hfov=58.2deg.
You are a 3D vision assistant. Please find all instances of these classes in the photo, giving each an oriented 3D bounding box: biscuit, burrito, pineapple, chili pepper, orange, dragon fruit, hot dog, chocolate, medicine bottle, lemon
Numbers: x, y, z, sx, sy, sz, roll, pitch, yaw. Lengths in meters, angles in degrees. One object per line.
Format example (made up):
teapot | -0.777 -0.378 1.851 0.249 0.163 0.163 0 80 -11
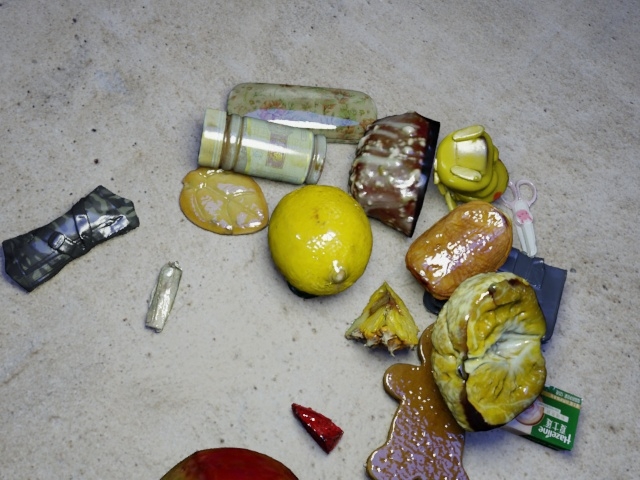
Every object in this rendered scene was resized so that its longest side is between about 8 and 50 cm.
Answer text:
biscuit | -0.252 -0.110 1.540 0.260 0.041 0.203 32 69 7
burrito | -0.389 0.133 1.432 0.058 0.045 0.188 24 64 -25
pineapple | 0.155 0.230 1.423 0.140 0.250 0.164 43 101 -11
chili pepper | -0.042 0.121 1.486 0.118 0.035 0.055 20 84 4
orange | 0.375 0.242 1.320 0.271 0.210 0.368 -6 100 -22
dragon fruit | -0.008 0.427 1.361 0.063 0.097 0.131 -39 59 -22
biscuit | 0.279 0.401 1.406 0.283 0.064 0.432 17 65 -1
hot dog | 0.345 0.021 1.419 0.272 0.122 0.196 -41 71 -6
chocolate | 0.184 -0.192 1.538 0.210 0.225 0.340 13 68 7
medicine bottle | -0.155 -0.243 1.525 0.323 0.151 0.151 10 68 -14
lemon | 0.000 0.000 1.409 0.258 0.257 0.310 -12 42 -11

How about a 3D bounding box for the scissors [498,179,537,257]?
scissors | 0.572 -0.065 1.634 0.118 0.030 0.242 -1 68 -7

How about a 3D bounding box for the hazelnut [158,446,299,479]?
hazelnut | -0.193 0.619 1.128 0.421 0.353 0.420 5 83 -39

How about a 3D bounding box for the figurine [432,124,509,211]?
figurine | 0.393 -0.163 1.504 0.169 0.327 0.218 3 77 32

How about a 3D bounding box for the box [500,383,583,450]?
box | 0.528 0.421 1.424 0.199 0.081 0.135 20 68 3

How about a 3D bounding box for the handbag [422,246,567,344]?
handbag | 0.455 0.111 1.509 0.326 0.118 0.269 22 71 5

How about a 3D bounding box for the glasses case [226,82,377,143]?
glasses case | -0.051 -0.362 1.630 0.426 0.098 0.156 3 70 -6

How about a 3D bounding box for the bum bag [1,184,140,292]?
bum bag | -0.622 -0.015 1.432 0.340 0.095 0.144 -34 92 -16
